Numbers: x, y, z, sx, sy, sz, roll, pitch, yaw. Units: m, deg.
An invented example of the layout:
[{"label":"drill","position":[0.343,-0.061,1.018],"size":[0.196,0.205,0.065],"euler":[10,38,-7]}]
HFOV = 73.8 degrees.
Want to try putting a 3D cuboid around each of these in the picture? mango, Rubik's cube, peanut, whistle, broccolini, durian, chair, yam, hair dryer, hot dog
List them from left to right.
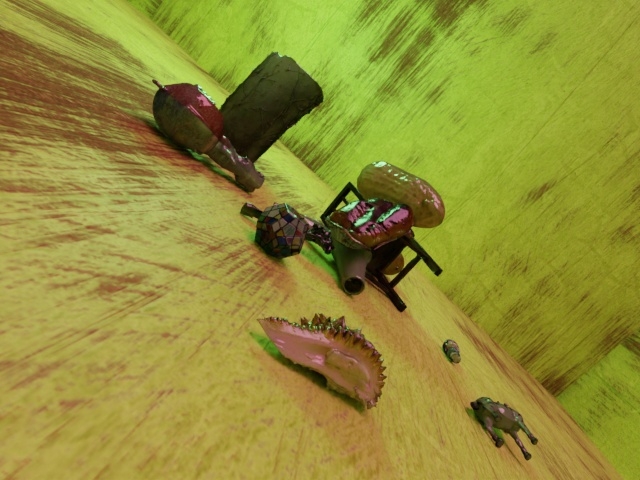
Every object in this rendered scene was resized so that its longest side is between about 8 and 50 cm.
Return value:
[{"label":"whistle","position":[-0.254,-0.239,0.990],"size":[0.142,0.134,0.346],"euler":[4,-29,41]},{"label":"yam","position":[-0.180,-0.413,1.367],"size":[0.241,0.348,0.241],"euler":[47,6,-6]},{"label":"Rubik's cube","position":[-0.076,-0.018,0.839],"size":[0.111,0.111,0.093],"euler":[56,-11,51]},{"label":"broccolini","position":[-0.061,-0.036,0.967],"size":[0.254,0.058,0.071],"euler":[26,1,-38]},{"label":"durian","position":[0.011,0.138,0.581],"size":[0.224,0.078,0.140],"euler":[37,12,-36]},{"label":"hair dryer","position":[0.026,0.026,1.112],"size":[0.298,0.119,0.296],"euler":[18,26,-29]},{"label":"hot dog","position":[0.135,-0.054,1.133],"size":[0.270,0.082,0.162],"euler":[-22,48,-40]},{"label":"chair","position":[0.183,0.004,1.435],"size":[0.240,0.203,0.416],"euler":[32,16,-27]},{"label":"mango","position":[0.219,0.033,1.662],"size":[0.251,0.114,0.156],"euler":[46,18,9]},{"label":"peanut","position":[0.250,-0.138,1.315],"size":[0.313,0.152,0.152],"euler":[32,3,34]}]

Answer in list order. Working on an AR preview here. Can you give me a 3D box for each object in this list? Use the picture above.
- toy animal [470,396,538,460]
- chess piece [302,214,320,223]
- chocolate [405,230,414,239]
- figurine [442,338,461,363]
[{"label":"toy animal","position":[0.430,0.426,1.026],"size":[0.216,0.073,0.176],"euler":[34,7,-21]},{"label":"chess piece","position":[-0.041,-0.061,1.305],"size":[0.092,0.035,0.035],"euler":[22,23,-53]},{"label":"chocolate","position":[0.238,-0.043,1.263],"size":[0.100,0.031,0.064],"euler":[38,10,9]},{"label":"figurine","position":[0.415,0.348,1.328],"size":[0.060,0.047,0.106],"euler":[34,13,-1]}]
